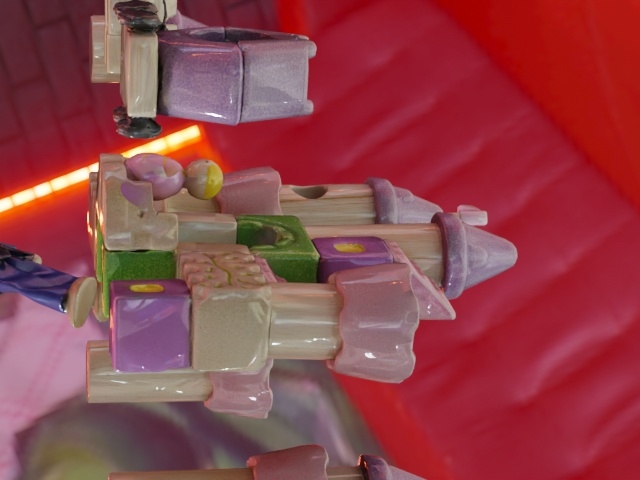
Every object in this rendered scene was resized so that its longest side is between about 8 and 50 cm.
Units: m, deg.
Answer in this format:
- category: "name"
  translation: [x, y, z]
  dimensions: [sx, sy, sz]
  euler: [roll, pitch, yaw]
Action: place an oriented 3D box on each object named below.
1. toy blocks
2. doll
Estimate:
- category: "toy blocks"
  translation: [0.000, 0.000, 1.109]
  dimensions: [0.288, 0.260, 0.309]
  euler: [-119, 30, -71]
- category: "doll"
  translation: [-0.249, 0.019, 1.455]
  dimensions: [0.129, 0.189, 0.046]
  euler: [-13, -62, -66]
